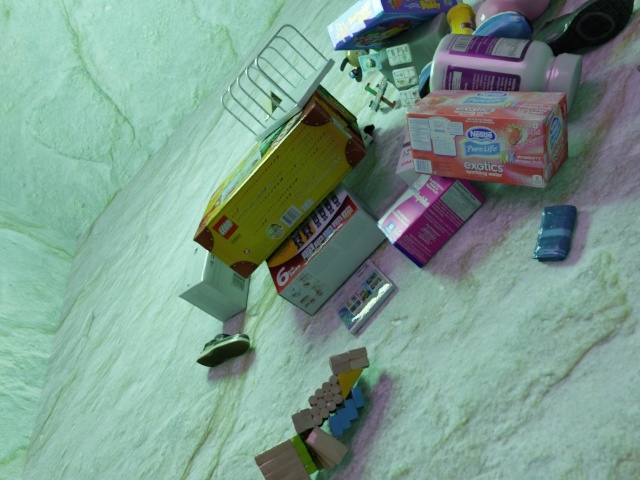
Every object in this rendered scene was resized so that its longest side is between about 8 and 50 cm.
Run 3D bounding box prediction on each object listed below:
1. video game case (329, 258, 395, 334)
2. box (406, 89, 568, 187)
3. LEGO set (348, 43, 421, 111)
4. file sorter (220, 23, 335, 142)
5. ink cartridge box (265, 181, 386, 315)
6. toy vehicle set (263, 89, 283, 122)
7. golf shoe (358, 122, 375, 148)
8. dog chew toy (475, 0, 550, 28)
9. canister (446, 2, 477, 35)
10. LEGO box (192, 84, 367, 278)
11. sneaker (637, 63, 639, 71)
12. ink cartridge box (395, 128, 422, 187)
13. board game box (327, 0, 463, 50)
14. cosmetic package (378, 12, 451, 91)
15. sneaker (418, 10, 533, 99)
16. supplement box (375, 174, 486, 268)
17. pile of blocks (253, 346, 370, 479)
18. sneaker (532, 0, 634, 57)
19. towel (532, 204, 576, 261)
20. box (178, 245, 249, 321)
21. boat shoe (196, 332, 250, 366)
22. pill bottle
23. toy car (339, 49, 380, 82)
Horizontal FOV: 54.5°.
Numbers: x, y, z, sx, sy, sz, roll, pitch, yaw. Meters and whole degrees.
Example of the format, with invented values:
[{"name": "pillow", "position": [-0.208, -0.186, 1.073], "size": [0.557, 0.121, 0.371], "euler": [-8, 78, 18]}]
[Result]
[{"name": "video game case", "position": [0.101, 0.137, 1.536], "size": [0.157, 0.019, 0.143], "euler": [-49, 32, 5]}, {"name": "box", "position": [0.349, -0.224, 1.311], "size": [0.300, 0.154, 0.142], "euler": [11, 40, 37]}, {"name": "LEGO set", "position": [0.200, -0.486, 1.880], "size": [0.244, 0.182, 0.060], "euler": [1, 29, 45]}, {"name": "file sorter", "position": [-0.132, -0.437, 1.733], "size": [0.278, 0.173, 0.192], "euler": [-21, 32, 59]}, {"name": "ink cartridge box", "position": [0.000, 0.000, 1.699], "size": [0.309, 0.130, 0.271], "euler": [-47, 30, 10]}, {"name": "toy vehicle set", "position": [-0.076, -0.362, 2.026], "size": [0.035, 0.267, 0.165], "euler": [-39, 34, 23]}, {"name": "golf shoe", "position": [0.117, -0.295, 1.899], "size": [0.086, 0.069, 0.176], "euler": [-13, 50, 40]}, {"name": "dog chew toy", "position": [0.517, -0.663, 1.612], "size": [0.331, 0.207, 0.207], "euler": [-60, 31, 3]}, {"name": "canister", "position": [0.405, -0.554, 1.709], "size": [0.073, 0.126, 0.169], "euler": [-23, 43, 29]}, {"name": "LEGO box", "position": [-0.113, -0.185, 1.787], "size": [0.500, 0.193, 0.372], "euler": [-46, 17, 17]}, {"name": "sneaker", "position": [0.710, -0.409, 1.203], "size": [0.228, 0.086, 0.132], "euler": [-46, 29, 14]}, {"name": "ink cartridge box", "position": [0.297, -0.249, 1.584], "size": [0.160, 0.093, 0.219], "euler": [-17, 46, 45]}, {"name": "board game box", "position": [0.229, -0.657, 1.850], "size": [0.233, 0.347, 0.078], "euler": [-19, 87, 53]}, {"name": "cosmetic package", "position": [0.297, -0.558, 1.860], "size": [0.238, 0.127, 0.107], "euler": [-14, 47, 44]}, {"name": "sneaker", "position": [0.387, -0.445, 1.576], "size": [0.330, 0.130, 0.147], "euler": [-32, 20, 36]}, {"name": "supplement box", "position": [0.254, -0.065, 1.442], "size": [0.220, 0.114, 0.111], "euler": [-47, 31, 8]}, {"name": "pile of blocks", "position": [0.008, 0.397, 1.344], "size": [0.362, 0.149, 0.112], "euler": [-52, -13, -14]}, {"name": "sneaker", "position": [0.577, -0.488, 1.445], "size": [0.286, 0.109, 0.130], "euler": [-32, 31, 28]}, {"name": "towel", "position": [0.454, -0.015, 1.204], "size": [0.067, 0.029, 0.119], "euler": [-7, 54, 49]}, {"name": "box", "position": [-0.329, 0.127, 1.960], "size": [0.119, 0.182, 0.180], "euler": [-32, 37, 30]}, {"name": "boat shoe", "position": [-0.286, 0.307, 1.823], "size": [0.224, 0.080, 0.073], "euler": [-32, 42, 39]}, {"name": "pill bottle", "position": [0.414, -0.366, 1.392], "size": [0.302, 0.169, 0.169], "euler": [16, 70, 27]}, {"name": "toy car", "position": [0.141, -0.653, 2.151], "size": [0.149, 0.155, 0.188], "euler": [28, 93, 59]}]
